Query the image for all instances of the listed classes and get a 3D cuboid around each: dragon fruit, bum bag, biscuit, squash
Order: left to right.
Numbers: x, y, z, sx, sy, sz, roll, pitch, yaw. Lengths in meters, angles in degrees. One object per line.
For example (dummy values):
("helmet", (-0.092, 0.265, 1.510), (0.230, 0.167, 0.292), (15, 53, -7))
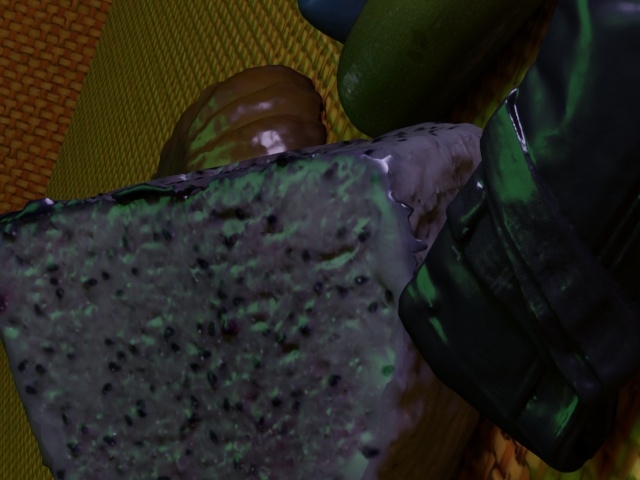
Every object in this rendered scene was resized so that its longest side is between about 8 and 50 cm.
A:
("biscuit", (-0.097, 0.002, 1.618), (0.326, 0.107, 0.326), (-159, 90, -75))
("dragon fruit", (-0.014, 0.055, 1.066), (0.283, 0.204, 0.221), (-11, 87, 31))
("squash", (0.086, -0.152, 1.138), (0.341, 0.094, 0.095), (132, 152, -56))
("bum bag", (0.122, -0.021, 0.840), (0.060, 0.123, 0.248), (-10, -45, -55))

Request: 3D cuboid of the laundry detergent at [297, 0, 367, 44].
("laundry detergent", (0.085, -0.264, 1.279), (0.290, 0.094, 0.143), (-58, 2, 35))
